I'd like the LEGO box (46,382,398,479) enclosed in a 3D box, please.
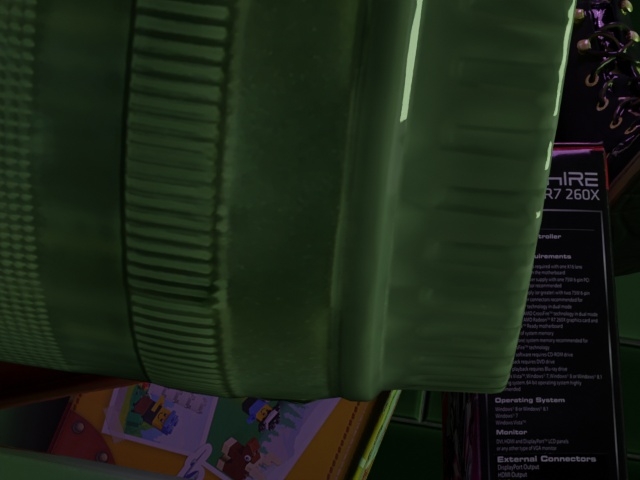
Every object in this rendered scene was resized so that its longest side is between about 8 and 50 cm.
[{"bbox_3d":[0.000,0.000,1.343,0.372,0.193,0.500,73,39,-80],"label":"LEGO box"}]

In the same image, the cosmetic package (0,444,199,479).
[{"bbox_3d":[-0.073,0.162,0.856,0.377,0.284,0.097,73,25,-80],"label":"cosmetic package"}]

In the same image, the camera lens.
[{"bbox_3d":[-0.074,-0.078,0.458,0.219,0.274,0.219,8,90,-85],"label":"camera lens"}]

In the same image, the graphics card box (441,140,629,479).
[{"bbox_3d":[0.128,0.153,1.099,0.233,0.094,0.371,94,-5,-67],"label":"graphics card box"}]

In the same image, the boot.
[{"bbox_3d":[0.201,-0.092,1.173,0.236,0.085,0.178,110,-29,-66],"label":"boot"}]

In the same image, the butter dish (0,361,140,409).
[{"bbox_3d":[-0.134,-0.004,0.845,0.160,0.160,0.118,-74,148,-55],"label":"butter dish"}]
